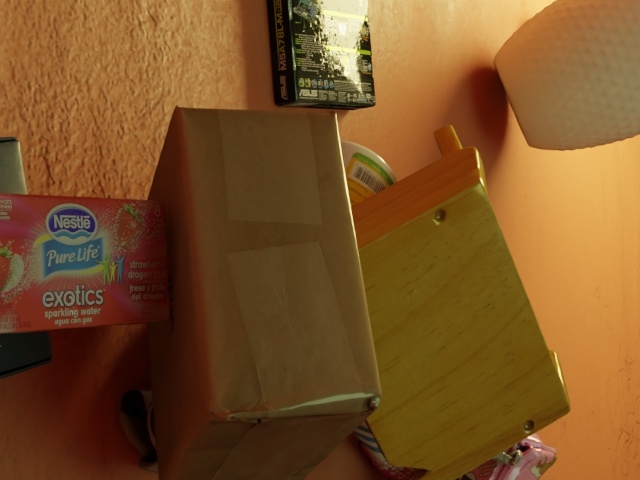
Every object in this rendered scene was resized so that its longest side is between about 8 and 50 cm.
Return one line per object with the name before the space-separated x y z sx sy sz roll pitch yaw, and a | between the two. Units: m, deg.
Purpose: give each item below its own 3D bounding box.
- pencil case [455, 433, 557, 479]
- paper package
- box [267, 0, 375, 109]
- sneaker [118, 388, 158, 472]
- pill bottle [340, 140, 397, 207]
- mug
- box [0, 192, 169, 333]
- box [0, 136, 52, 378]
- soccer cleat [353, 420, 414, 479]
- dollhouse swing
pencil case | 0.175 0.421 1.655 0.386 0.160 0.167 -59 142 -12
paper package | -0.079 0.069 1.225 0.168 0.309 0.325 -1 65 -18
box | 0.003 -0.277 1.666 0.190 0.045 0.184 -7 90 -53
sneaker | -0.165 0.158 1.366 0.132 0.086 0.229 17 74 -49
pill bottle | 0.000 0.000 1.557 0.136 0.136 0.246 54 47 -36
mug | 0.473 -0.325 2.084 0.374 0.328 0.276 -99 164 -55
box | -0.270 0.021 1.095 0.257 0.128 0.123 0 88 -54
box | -0.355 0.024 1.137 0.183 0.059 0.233 -14 98 -55
soccer cleat | 0.119 0.261 1.689 0.331 0.143 0.116 44 54 -43
dollhouse swing | 0.136 0.066 1.565 0.315 0.305 0.347 -29 115 -6
